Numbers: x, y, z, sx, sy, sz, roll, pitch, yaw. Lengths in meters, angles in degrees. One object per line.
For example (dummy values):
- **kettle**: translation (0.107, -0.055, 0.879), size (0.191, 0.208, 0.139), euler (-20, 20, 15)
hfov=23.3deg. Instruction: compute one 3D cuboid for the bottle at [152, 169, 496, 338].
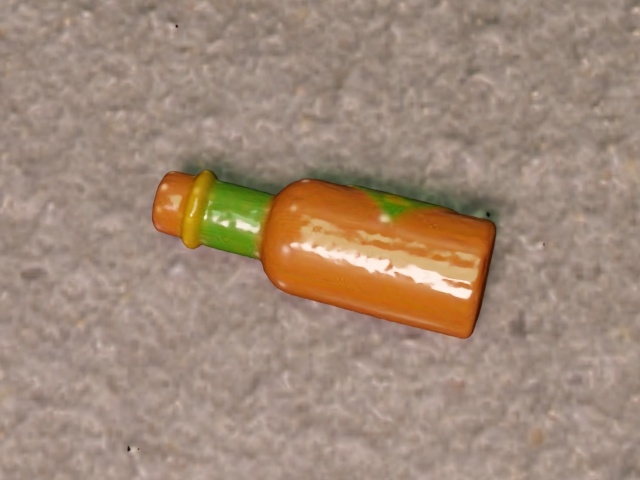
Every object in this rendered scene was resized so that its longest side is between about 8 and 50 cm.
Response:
- **bottle**: translation (0.000, 0.000, 0.845), size (0.187, 0.069, 0.069), euler (13, 76, 6)
